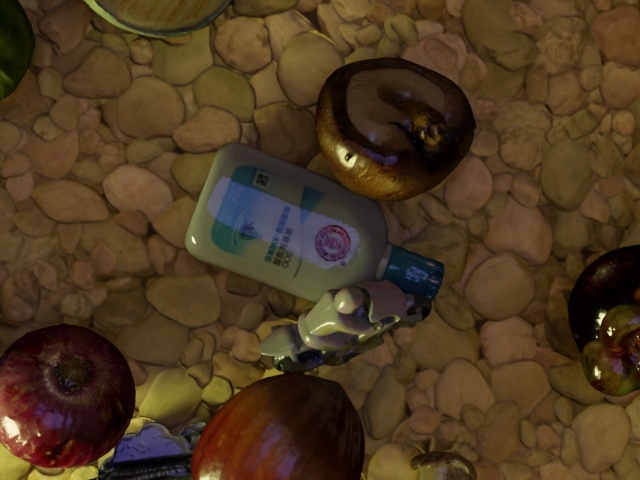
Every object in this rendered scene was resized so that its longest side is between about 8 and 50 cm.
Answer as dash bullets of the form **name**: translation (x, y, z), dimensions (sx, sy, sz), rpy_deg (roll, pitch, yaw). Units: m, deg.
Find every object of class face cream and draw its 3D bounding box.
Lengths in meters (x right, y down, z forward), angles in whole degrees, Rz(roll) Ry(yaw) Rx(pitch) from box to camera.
- **face cream**: translation (0.000, 0.000, 1.250), dimensions (0.337, 0.080, 0.163), rpy_deg (22, 88, -9)

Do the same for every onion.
- **onion**: translation (-0.313, 0.190, 1.157), dimensions (0.177, 0.153, 0.177), rpy_deg (2, 72, -5)

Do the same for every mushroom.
- **mushroom**: translation (0.139, 0.384, 1.265), dimensions (0.097, 0.088, 0.212), rpy_deg (14, 79, 22)
- **mushroom**: translation (0.088, -0.140, 1.235), dimensions (0.231, 0.194, 0.138), rpy_deg (-24, 136, -35)

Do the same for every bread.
- **bread**: translation (-0.214, -0.389, 1.204), dimensions (0.267, 0.040, 0.267), rpy_deg (-4, 97, -30)

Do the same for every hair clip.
- **hair clip**: translation (-0.210, 0.296, 1.221), dimensions (0.195, 0.052, 0.124), rpy_deg (-10, 96, -16)

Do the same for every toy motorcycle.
- **toy motorcycle**: translation (0.030, 0.106, 1.207), dimensions (0.225, 0.152, 0.073), rpy_deg (-22, 61, 5)

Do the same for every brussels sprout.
- **brussels sprout**: translation (-0.439, -0.249, 1.143), dimensions (0.181, 0.144, 0.161), rpy_deg (29, 92, -43)

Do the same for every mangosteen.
- **mangosteen**: translation (0.430, 0.104, 1.268), dimensions (0.210, 0.210, 0.210), rpy_deg (0, 88, -11)

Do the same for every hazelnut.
- **hazelnut**: translation (-0.047, 0.267, 1.193), dimensions (0.212, 0.181, 0.181), rpy_deg (39, 47, -31)
